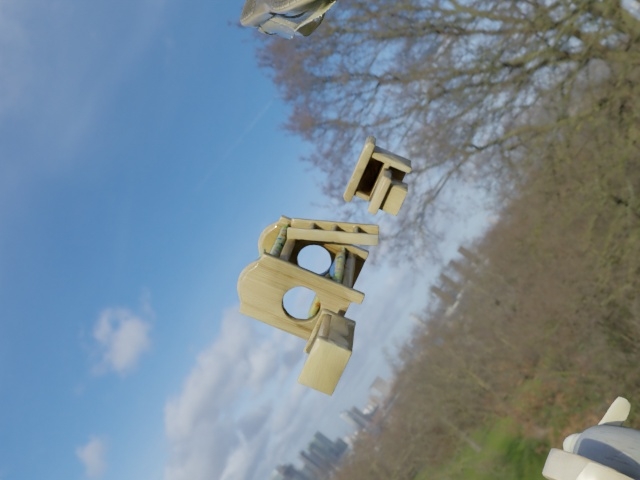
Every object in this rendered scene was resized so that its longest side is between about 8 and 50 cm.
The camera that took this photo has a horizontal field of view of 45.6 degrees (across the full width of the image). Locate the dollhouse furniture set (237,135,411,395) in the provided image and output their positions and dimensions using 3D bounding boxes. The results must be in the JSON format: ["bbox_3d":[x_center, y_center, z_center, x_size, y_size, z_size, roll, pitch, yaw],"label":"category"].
[{"bbox_3d":[0.000,0.000,0.626,0.182,0.101,0.161,-74,7,-71],"label":"dollhouse furniture set"}]

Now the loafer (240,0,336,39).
[{"bbox_3d":[-0.026,-0.339,1.053,0.268,0.092,0.102,18,93,64],"label":"loafer"}]

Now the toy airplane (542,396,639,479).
[{"bbox_3d":[0.386,0.278,0.660,0.386,0.384,0.272,68,-147,-50],"label":"toy airplane"}]
